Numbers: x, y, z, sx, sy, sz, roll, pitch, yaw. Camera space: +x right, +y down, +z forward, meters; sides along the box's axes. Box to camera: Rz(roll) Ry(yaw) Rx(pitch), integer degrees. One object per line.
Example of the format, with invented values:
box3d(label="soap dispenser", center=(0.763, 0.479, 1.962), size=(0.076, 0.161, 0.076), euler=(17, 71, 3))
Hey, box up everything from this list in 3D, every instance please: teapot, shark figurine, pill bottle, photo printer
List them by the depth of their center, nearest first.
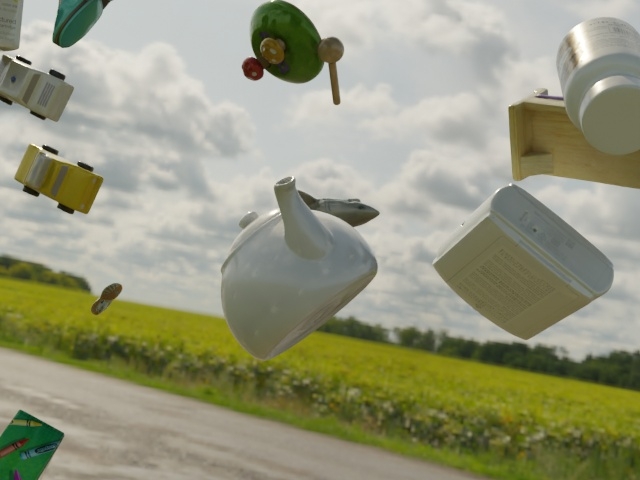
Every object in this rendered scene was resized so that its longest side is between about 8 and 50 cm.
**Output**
box3d(label="pill bottle", center=(0.407, -0.216, 1.402), size=(0.131, 0.131, 0.229), euler=(10, 33, 1))
box3d(label="teapot", center=(-0.055, 0.040, 1.447), size=(0.187, 0.256, 0.252), euler=(51, 15, 10))
box3d(label="shark figurine", center=(-0.023, 0.004, 1.711), size=(0.166, 0.116, 0.278), euler=(15, -23, -11))
box3d(label="photo printer", center=(0.352, 0.053, 1.815), size=(0.256, 0.107, 0.307), euler=(39, -27, 2))

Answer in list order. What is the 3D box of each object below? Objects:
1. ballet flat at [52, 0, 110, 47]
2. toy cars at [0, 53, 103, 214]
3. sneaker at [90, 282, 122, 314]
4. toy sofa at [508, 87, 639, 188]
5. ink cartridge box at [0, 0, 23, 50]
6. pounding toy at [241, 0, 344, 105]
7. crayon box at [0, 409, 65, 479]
box3d(label="ballet flat", center=(-0.410, -0.444, 1.773), size=(0.087, 0.247, 0.083), euler=(36, -19, 10))
box3d(label="toy cars", center=(-0.551, -0.217, 1.927), size=(0.176, 0.393, 0.087), euler=(-27, -19, 15))
box3d(label="sneaker", center=(-0.443, 0.119, 2.065), size=(0.032, 0.083, 0.037), euler=(45, -3, -1))
box3d(label="toy sofa", center=(0.523, -0.177, 1.744), size=(0.177, 0.150, 0.362), euler=(-28, 30, -37))
box3d(label="ink cartridge box", center=(-0.686, -0.529, 1.902), size=(0.226, 0.306, 0.131), euler=(4, 4, -36))
box3d(label="pounding toy", center=(-0.074, -0.362, 1.982), size=(0.237, 0.110, 0.183), euler=(33, -35, 21))
box3d(label="crayon box", center=(-0.486, 0.395, 1.471), size=(0.081, 0.165, 0.278), euler=(31, -50, -6))
